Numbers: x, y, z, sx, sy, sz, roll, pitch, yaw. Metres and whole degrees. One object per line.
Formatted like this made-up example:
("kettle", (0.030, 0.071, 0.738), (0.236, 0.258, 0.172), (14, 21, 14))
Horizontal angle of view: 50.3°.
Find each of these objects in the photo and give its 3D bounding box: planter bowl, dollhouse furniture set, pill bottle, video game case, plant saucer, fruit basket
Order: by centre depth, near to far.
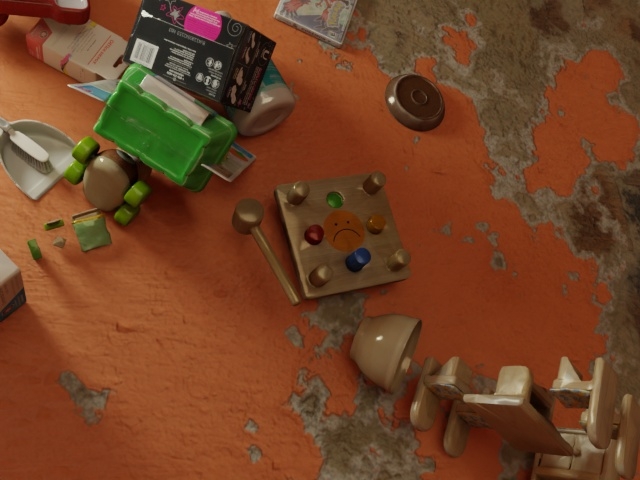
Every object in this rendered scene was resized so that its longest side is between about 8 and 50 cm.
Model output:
("dollhouse furniture set", (-0.474, -0.009, 1.291), (0.152, 0.059, 0.076), (-20, 95, -22))
("dollhouse furniture set", (0.410, 0.421, 1.294), (0.394, 0.362, 0.256), (44, 55, -34))
("fruit basket", (-0.280, -0.237, 1.339), (0.327, 0.165, 0.353), (33, 19, -5))
("planter bowl", (0.127, 0.217, 1.386), (0.109, 0.162, 0.162), (20, 60, 18))
("pill bottle", (-0.177, -0.374, 1.509), (0.146, 0.146, 0.264), (-26, 79, -27))
("plant saucer", (0.245, -0.356, 1.724), (0.169, 0.029, 0.168), (7, 67, -18))
("video game case", (-0.005, -0.604, 1.736), (0.184, 0.023, 0.201), (22, 63, -10))

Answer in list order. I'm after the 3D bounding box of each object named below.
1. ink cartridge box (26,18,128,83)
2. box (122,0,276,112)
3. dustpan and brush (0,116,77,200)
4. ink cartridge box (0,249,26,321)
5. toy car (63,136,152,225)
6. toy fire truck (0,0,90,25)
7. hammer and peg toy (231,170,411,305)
("ink cartridge box", (-0.501, -0.403, 1.447), (0.198, 0.067, 0.115), (29, 62, -5))
("box", (-0.243, -0.380, 1.381), (0.247, 0.142, 0.163), (25, 101, 19))
("dustpan and brush", (-0.593, -0.199, 1.333), (0.211, 0.060, 0.147), (38, 61, -2))
("ink cartridge box", (-0.661, 0.094, 1.111), (0.197, 0.198, 0.270), (45, 62, 1))
("toy car", (-0.380, -0.153, 1.357), (0.155, 0.149, 0.188), (41, 49, -6))
("toy fire truck", (-0.610, -0.565, 1.399), (0.254, 0.169, 0.302), (0, 56, -25))
("hammer and peg toy", (0.000, 0.000, 1.433), (0.362, 0.127, 0.265), (-11, 75, -23))
